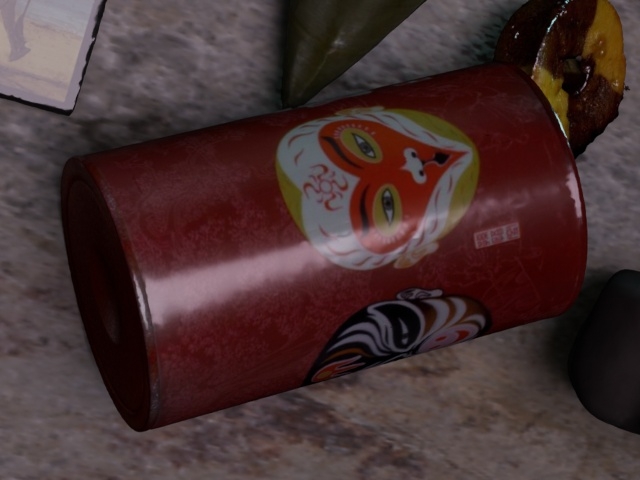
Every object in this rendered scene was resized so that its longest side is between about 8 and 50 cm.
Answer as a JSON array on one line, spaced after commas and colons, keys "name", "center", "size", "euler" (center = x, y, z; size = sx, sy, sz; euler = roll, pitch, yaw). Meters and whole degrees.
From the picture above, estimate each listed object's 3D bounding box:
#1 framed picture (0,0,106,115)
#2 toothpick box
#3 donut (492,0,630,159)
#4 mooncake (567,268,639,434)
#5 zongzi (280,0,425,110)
[{"name": "framed picture", "center": [-0.249, -0.286, 1.334], "size": [0.265, 0.016, 0.347], "euler": [17, 92, -22]}, {"name": "toothpick box", "center": [0.000, 0.000, 1.379], "size": [0.333, 0.204, 0.204], "euler": [-13, 104, -19]}, {"name": "donut", "center": [0.183, -0.128, 1.479], "size": [0.140, 0.059, 0.140], "euler": [-20, 115, -49]}, {"name": "mooncake", "center": [0.316, 0.111, 1.508], "size": [0.245, 0.245, 0.133], "euler": [23, 95, -23]}, {"name": "zongzi", "center": [0.145, -0.283, 1.426], "size": [0.356, 0.174, 0.393], "euler": [-6, 120, -31]}]
